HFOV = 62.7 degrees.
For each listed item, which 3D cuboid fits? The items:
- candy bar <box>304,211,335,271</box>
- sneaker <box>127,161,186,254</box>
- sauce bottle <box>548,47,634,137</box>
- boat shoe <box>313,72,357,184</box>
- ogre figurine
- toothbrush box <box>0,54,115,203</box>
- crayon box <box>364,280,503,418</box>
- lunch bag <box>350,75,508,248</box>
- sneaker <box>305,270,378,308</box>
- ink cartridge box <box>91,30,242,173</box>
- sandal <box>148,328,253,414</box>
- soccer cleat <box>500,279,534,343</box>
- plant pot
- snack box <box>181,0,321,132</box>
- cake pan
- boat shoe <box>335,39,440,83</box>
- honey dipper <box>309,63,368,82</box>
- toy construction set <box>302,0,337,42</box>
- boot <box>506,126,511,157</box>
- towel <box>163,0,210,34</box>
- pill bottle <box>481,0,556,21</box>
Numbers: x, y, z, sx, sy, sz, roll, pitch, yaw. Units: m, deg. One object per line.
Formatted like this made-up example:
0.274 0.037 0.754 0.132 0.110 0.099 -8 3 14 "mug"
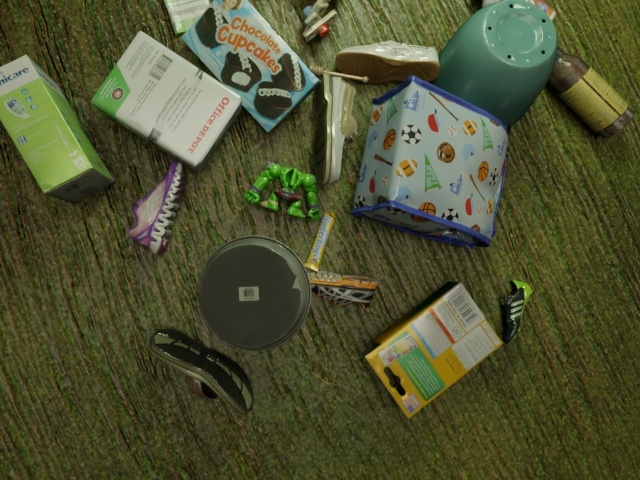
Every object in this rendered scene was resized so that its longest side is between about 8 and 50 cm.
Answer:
0.000 0.000 1.386 0.040 0.018 0.162 18 84 12 "candy bar"
-0.406 -0.089 1.298 0.104 0.095 0.237 18 86 0 "sneaker"
0.721 -0.441 1.475 0.344 0.111 0.111 44 82 -5 "sauce bottle"
0.044 -0.285 1.348 0.103 0.113 0.303 7 75 -20 "boat shoe"
-0.083 -0.128 1.346 0.196 0.097 0.118 18 96 4 "ogre figurine"
-0.619 -0.243 1.212 0.122 0.206 0.283 -29 93 -8 "toothbrush box"
0.290 0.282 1.389 0.322 0.083 0.203 -35 93 -9 "crayon box"
0.299 -0.173 1.330 0.385 0.239 0.328 13 83 -24 "lunch bag"
0.040 0.130 1.362 0.214 0.084 0.083 7 105 -2 "sneaker"
-0.367 -0.331 1.296 0.289 0.121 0.211 33 83 -6 "ink cartridge box"
-0.294 0.327 1.296 0.302 0.120 0.086 35 111 -4 "sandal"
0.524 0.195 1.446 0.072 0.060 0.179 23 78 3 "soccer cleat"
0.460 -0.464 1.348 0.292 0.235 0.293 1 78 -4 "plant pot"
-0.174 -0.457 1.332 0.187 0.060 0.322 -42 94 14 "snack box"
-0.170 0.134 1.305 0.293 0.054 0.294 0 90 5 "cake pan"
0.179 -0.487 1.411 0.276 0.098 0.096 5 60 -1 "boat shoe"
0.049 -0.440 1.402 0.160 0.030 0.031 12 86 -1 "honey dipper"
-0.045 -0.690 1.347 0.215 0.151 0.328 -35 95 -16 "toy construction set"
0.472 -0.281 1.465 0.121 0.045 0.099 13 91 -6 "boot"
-0.347 -0.620 1.363 0.113 0.023 0.152 -19 91 -8 "towel"
0.528 -0.648 1.450 0.216 0.121 0.121 39 82 -5 "pill bottle"
